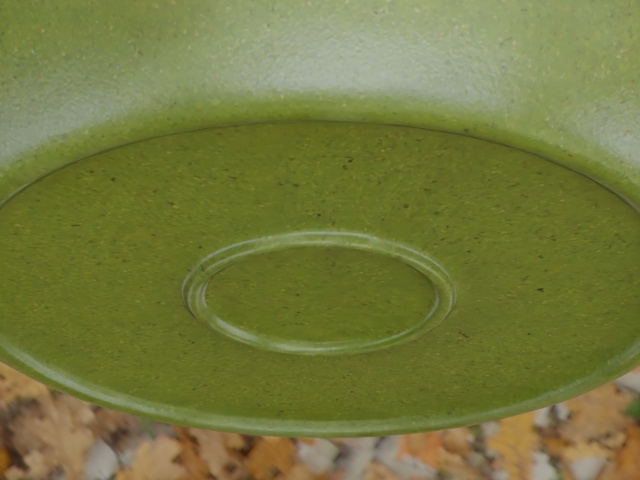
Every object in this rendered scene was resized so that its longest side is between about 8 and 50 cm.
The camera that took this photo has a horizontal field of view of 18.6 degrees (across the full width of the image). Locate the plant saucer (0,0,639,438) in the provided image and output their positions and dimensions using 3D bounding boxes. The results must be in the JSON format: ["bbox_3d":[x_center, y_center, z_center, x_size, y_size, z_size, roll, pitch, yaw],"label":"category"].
[{"bbox_3d":[0.000,0.000,0.487,0.241,0.241,0.037,13,59,-24],"label":"plant saucer"}]
